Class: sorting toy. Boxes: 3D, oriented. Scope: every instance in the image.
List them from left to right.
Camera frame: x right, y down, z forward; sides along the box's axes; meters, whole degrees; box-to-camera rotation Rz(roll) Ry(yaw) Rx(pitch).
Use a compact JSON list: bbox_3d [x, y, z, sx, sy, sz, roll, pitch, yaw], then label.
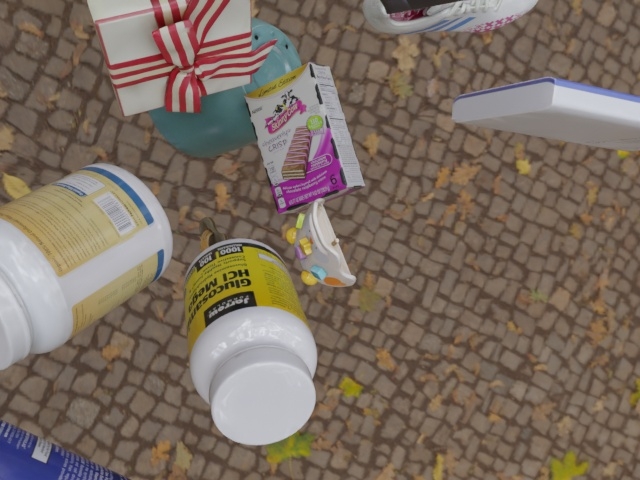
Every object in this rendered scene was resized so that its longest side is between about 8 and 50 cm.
[{"bbox_3d":[0.000,0.000,0.587,0.045,0.075,0.083,-19,77,-11],"label":"sorting toy"}]

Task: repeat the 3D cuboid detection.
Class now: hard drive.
[{"bbox_3d":[0.375,-0.167,0.932,0.319,0.210,0.040,5,93,-23],"label":"hard drive"}]

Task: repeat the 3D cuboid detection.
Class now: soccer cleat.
[{"bbox_3d":[0.241,-0.419,1.179,0.332,0.143,0.115,-10,103,-4],"label":"soccer cleat"}]

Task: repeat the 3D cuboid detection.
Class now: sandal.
[{"bbox_3d":[-0.236,0.004,1.430,0.049,0.180,0.072,0,117,-28],"label":"sandal"}]

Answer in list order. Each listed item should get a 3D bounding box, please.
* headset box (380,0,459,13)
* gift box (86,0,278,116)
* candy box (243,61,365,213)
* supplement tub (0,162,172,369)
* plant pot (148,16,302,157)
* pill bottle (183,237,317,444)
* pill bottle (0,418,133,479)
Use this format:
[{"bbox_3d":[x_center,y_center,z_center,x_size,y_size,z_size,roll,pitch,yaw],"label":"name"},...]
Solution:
[{"bbox_3d":[0.079,-0.355,0.530,0.131,0.283,0.246,-4,79,22],"label":"headset box"},{"bbox_3d":[-0.222,-0.364,1.041,0.277,0.255,0.258,-19,70,-8],"label":"gift box"},{"bbox_3d":[-0.031,-0.181,1.223,0.071,0.159,0.233,-9,81,-58],"label":"candy box"},{"bbox_3d":[-0.263,0.021,0.670,0.200,0.144,0.144,-40,108,-47],"label":"supplement tub"},{"bbox_3d":[-0.180,-0.330,1.396,0.293,0.235,0.292,3,86,-48],"label":"plant pot"},{"bbox_3d":[-0.111,0.146,1.041,0.188,0.334,0.187,-6,117,-12],"label":"pill bottle"},{"bbox_3d":[-0.188,0.219,0.485,0.219,0.123,0.122,32,83,-17],"label":"pill bottle"}]
